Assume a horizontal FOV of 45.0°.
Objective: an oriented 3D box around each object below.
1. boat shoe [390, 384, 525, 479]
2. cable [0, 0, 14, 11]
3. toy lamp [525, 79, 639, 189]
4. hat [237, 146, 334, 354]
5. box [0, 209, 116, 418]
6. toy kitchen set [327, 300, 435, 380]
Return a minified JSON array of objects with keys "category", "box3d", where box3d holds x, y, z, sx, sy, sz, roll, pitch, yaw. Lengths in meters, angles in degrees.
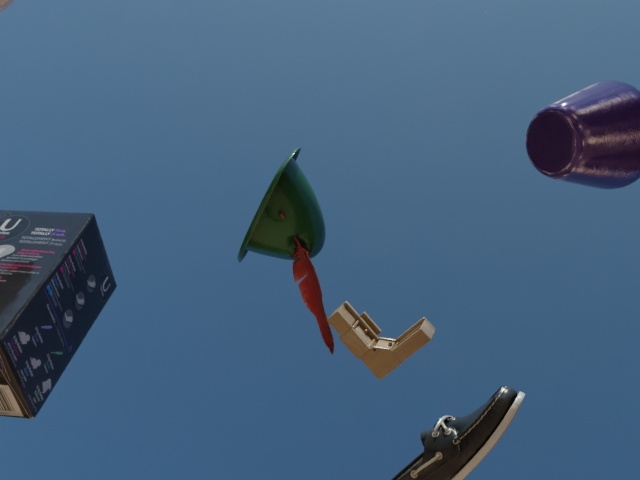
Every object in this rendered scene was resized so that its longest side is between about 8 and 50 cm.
[{"category":"boat shoe","box3d":[0.181,0.318,1.142,0.091,0.114,0.302,40,-76,17]},{"category":"cable","box3d":[-0.443,-0.364,0.865,0.257,0.089,0.257,-32,-45,-7]},{"category":"toy lamp","box3d":[0.267,-0.085,0.587,0.274,0.080,0.080,-8,-75,-32]},{"category":"hat","box3d":[0.000,0.000,1.076,0.183,0.173,0.208,28,-46,0]},{"category":"box","box3d":[-0.419,0.091,1.057,0.165,0.270,0.143,3,-53,13]},{"category":"toy kitchen set","box3d":[0.067,0.084,0.816,0.075,0.068,0.083,-42,-91,22]}]
